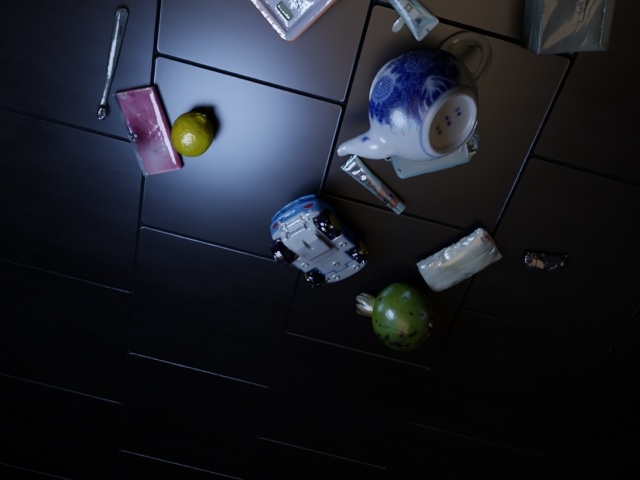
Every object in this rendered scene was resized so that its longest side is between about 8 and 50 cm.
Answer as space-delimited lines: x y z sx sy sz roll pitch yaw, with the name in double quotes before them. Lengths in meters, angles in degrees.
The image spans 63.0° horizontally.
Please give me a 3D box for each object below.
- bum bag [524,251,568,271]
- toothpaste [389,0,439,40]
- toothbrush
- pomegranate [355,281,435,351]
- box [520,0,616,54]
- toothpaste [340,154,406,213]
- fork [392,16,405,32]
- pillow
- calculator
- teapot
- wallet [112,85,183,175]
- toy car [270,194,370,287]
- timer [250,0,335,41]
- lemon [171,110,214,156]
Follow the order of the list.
"bum bag" 0.640 0.061 1.480 0.124 0.034 0.058 7 109 1
"toothpaste" 0.177 -0.558 1.191 0.218 0.041 0.064 45 118 -9
"toothbrush" -0.535 -0.447 1.335 0.030 0.031 0.298 9 119 -29
"pomegranate" 0.216 0.216 1.532 0.247 0.202 0.202 14 123 33
"box" 0.533 -0.529 1.119 0.148 0.155 0.232 -1 118 7
"toothpaste" 0.148 -0.150 1.420 0.205 0.036 0.056 40 116 -10
"fork" 0.239 -0.573 1.202 0.034 0.028 0.219 29 120 -18
"pillow" 0.395 0.059 1.494 0.229 0.051 0.128 -33 117 21
"calculator" 0.285 -0.244 1.350 0.245 0.045 0.141 -14 115 12
"teapot" 0.218 -0.324 1.210 0.424 0.280 0.252 -44 138 2
"wallet" -0.461 -0.292 1.409 0.119 0.025 0.232 -9 117 9
"toy car" 0.000 0.000 1.446 0.198 0.166 0.314 -29 140 21
"timer" -0.067 -0.610 1.137 0.250 0.161 0.257 -34 110 28
"lemon" -0.332 -0.277 1.357 0.109 0.109 0.133 36 122 -13
